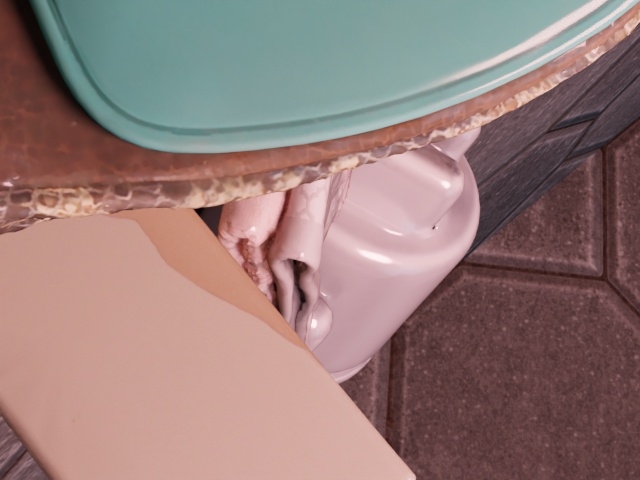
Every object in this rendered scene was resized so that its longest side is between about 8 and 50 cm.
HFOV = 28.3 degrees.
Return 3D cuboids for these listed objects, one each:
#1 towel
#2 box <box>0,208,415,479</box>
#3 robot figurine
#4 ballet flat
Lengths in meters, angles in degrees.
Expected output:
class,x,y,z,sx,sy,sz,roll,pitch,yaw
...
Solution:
class,x,y,z,sx,sy,sz,roll,pitch,yaw
towel,0.012,-0.099,0.753,0.332,0.053,0.316,96,9,-75
box,-0.103,0.040,0.607,0.121,0.311,0.148,-38,169,-12
robot figurine,0.000,0.000,1.088,0.353,0.200,0.300,-54,-173,45
ballet flat,-0.117,-0.069,0.439,0.483,0.164,0.182,-18,-178,-15
